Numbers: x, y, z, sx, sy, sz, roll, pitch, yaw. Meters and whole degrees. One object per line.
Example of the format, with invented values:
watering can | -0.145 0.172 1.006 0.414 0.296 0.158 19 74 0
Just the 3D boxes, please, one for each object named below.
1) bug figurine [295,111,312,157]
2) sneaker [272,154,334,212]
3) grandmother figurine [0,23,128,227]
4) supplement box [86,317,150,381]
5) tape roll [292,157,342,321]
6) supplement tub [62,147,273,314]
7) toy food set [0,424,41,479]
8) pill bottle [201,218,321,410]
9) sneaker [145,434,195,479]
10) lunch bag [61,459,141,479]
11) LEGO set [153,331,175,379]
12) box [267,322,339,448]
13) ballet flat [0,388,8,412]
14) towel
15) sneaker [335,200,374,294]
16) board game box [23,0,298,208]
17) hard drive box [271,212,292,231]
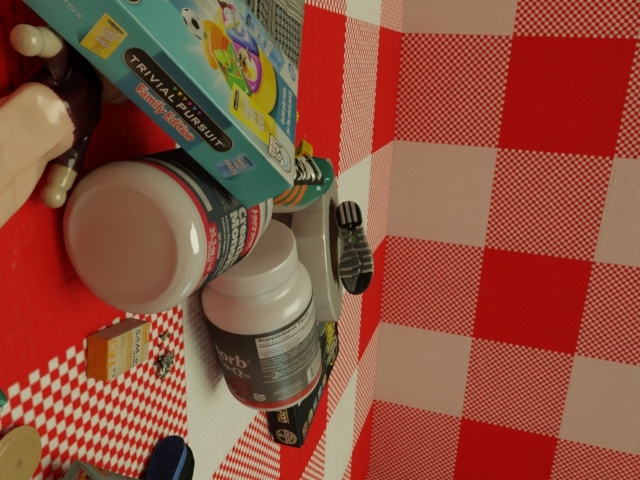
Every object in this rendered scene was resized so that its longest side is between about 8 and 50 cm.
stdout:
bug figurine | -0.139 -0.217 0.906 0.072 0.279 0.216 -47 -163 23
sneaker | -0.073 -0.120 1.050 0.302 0.108 0.121 -18 162 -41
grandmother figurine | -0.290 -0.132 0.589 0.208 0.104 0.342 -60 -174 43
supplement box | -0.289 0.155 0.810 0.098 0.036 0.062 -26 123 -71
tape roll | 0.000 0.000 1.326 0.392 0.072 0.392 -3 90 -82
supplement tub | -0.192 -0.030 0.778 0.272 0.191 0.191 -42 137 -66
toy food set | -0.358 0.257 0.652 0.082 0.020 0.083 75 27 -53
pill bottle | -0.114 0.147 1.096 0.210 0.210 0.363 -64 156 -47
sneaker | -0.270 0.448 0.933 0.232 0.081 0.090 -67 153 -42
lunch bag | -0.293 0.449 0.726 0.262 0.160 0.223 -63 158 -25
LEGO set | -0.260 0.197 0.952 0.054 0.023 0.083 -49 143 -62
box | -0.046 0.333 1.616 0.395 0.097 0.318 -60 150 -52
ballet flat | -0.368 0.096 0.476 0.077 0.091 0.241 -39 139 -23
towel | -0.098 -0.432 1.161 0.324 0.056 0.312 3 94 -73
sneaker | 0.087 0.015 1.398 0.132 0.086 0.229 -41 127 -84
board game box | -0.153 -0.238 0.673 0.336 0.079 0.254 45 32 -40
hard drive box | -0.098 0.039 1.312 0.232 0.089 0.181 81 23 -46
